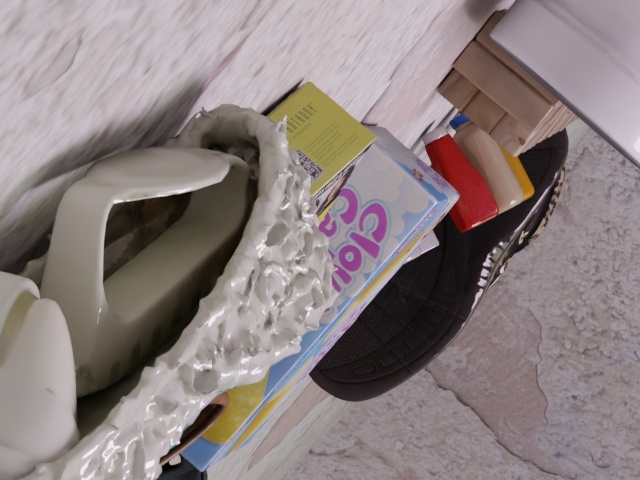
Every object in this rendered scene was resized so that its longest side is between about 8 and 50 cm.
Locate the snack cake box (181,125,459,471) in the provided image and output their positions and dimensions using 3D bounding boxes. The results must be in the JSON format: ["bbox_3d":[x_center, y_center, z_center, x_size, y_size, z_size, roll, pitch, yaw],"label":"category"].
[{"bbox_3d":[-0.019,0.039,1.459,0.264,0.089,0.152,-50,172,9],"label":"snack cake box"}]

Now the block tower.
[{"bbox_3d":[0.199,-0.153,1.757,0.091,0.097,0.335,-51,171,18],"label":"block tower"}]

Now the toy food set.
[{"bbox_3d":[0.097,-0.047,1.814,0.232,0.104,0.111,-27,179,-21],"label":"toy food set"}]

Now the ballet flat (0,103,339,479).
[{"bbox_3d":[-0.121,0.047,0.850,0.147,0.147,0.409,-54,174,37],"label":"ballet flat"}]

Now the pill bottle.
[{"bbox_3d":[0.308,-0.239,1.473,0.363,0.210,0.210,-49,173,7],"label":"pill bottle"}]

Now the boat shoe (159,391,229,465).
[{"bbox_3d":[-0.153,0.121,0.954,0.324,0.116,0.123,-42,170,-45],"label":"boat shoe"}]

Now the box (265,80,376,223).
[{"bbox_3d":[-0.052,0.007,1.207,0.087,0.058,0.232,-43,171,-43],"label":"box"}]

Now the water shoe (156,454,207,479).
[{"bbox_3d":[-0.178,0.246,1.631,0.203,0.080,0.073,-50,173,9],"label":"water shoe"}]

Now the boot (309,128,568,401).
[{"bbox_3d":[0.142,0.009,2.141,0.377,0.138,0.284,-55,172,7],"label":"boot"}]
